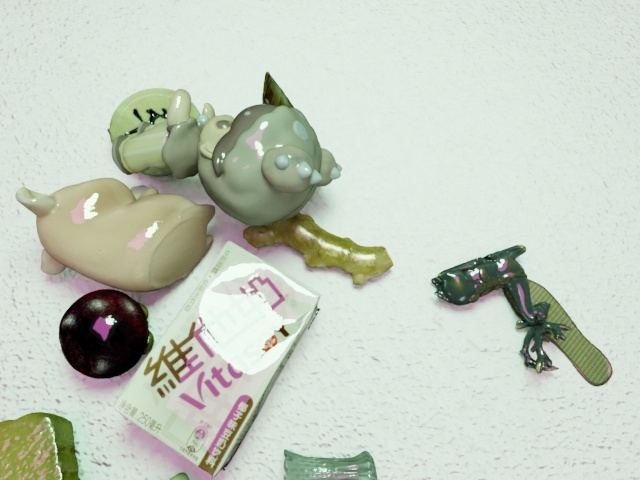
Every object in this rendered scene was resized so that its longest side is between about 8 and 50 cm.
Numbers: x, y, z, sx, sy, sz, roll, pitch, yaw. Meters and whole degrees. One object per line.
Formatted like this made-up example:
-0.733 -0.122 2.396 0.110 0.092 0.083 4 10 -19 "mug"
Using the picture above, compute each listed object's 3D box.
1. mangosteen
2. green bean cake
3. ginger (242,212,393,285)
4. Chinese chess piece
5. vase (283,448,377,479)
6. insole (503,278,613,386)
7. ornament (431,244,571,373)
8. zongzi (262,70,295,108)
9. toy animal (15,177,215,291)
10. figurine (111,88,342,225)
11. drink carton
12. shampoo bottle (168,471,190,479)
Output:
-0.358 0.155 0.744 0.152 0.152 0.152 1 70 -2 "mangosteen"
-0.473 0.399 0.634 0.233 0.124 0.236 -19 65 -13 "green bean cake"
0.000 -0.001 0.844 0.299 0.065 0.118 21 83 6 "ginger"
-0.336 -0.226 0.902 0.188 0.083 0.188 0 69 0 "Chinese chess piece"
0.015 0.379 0.705 0.149 0.081 0.081 0 70 -5 "vase"
0.455 0.166 0.836 0.086 0.005 0.253 -38 76 -14 "insole"
0.337 0.140 0.799 0.202 0.080 0.236 -19 72 -8 "ornament"
-0.048 -0.209 0.853 0.084 0.184 0.187 -40 77 -19 "zongzi"
-0.350 -0.023 0.773 0.256 0.195 0.213 20 43 9 "toy animal"
-0.162 -0.139 0.747 0.381 0.248 0.203 12 99 12 "figurine"
-0.159 0.192 0.736 0.194 0.132 0.324 29 70 7 "drink carton"
-0.206 0.450 0.666 0.079 0.079 0.162 -32 75 -13 "shampoo bottle"
